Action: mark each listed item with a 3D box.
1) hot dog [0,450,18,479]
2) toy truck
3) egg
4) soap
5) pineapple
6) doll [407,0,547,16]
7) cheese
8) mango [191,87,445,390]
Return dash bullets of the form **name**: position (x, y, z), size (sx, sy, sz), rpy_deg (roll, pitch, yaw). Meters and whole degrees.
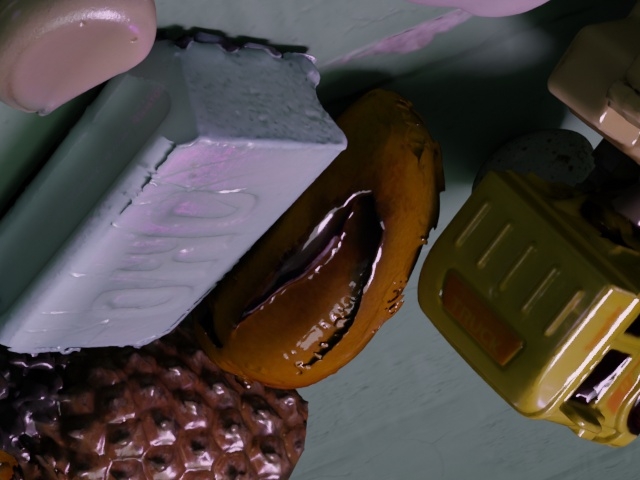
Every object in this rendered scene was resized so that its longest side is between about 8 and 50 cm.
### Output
- **hot dog**: position (-0.280, 0.214, 1.520), size (0.144, 0.075, 0.268), rpy_deg (-17, 151, -10)
- **toy truck**: position (0.242, -0.053, 1.202), size (0.254, 0.180, 0.405), rpy_deg (15, 117, -50)
- **egg**: position (0.168, -0.042, 1.371), size (0.110, 0.085, 0.085), rpy_deg (-47, 146, 17)
- **soap**: position (-0.115, -0.022, 1.190), size (0.150, 0.094, 0.261), rpy_deg (6, 142, -39)
- **pineapple**: position (-0.188, 0.131, 1.355), size (0.362, 0.202, 0.202), rpy_deg (25, 130, -30)
- **doll**: position (0.103, -0.225, 0.891), size (0.221, 0.221, 0.251), rpy_deg (-8, 176, -24)
- **cheese**: position (-0.127, -0.137, 1.028), size (0.171, 0.047, 0.092), rpy_deg (-31, 152, 16)
- **mango**: position (0.000, 0.000, 1.270), size (0.151, 0.156, 0.248), rpy_deg (-11, 139, -50)
